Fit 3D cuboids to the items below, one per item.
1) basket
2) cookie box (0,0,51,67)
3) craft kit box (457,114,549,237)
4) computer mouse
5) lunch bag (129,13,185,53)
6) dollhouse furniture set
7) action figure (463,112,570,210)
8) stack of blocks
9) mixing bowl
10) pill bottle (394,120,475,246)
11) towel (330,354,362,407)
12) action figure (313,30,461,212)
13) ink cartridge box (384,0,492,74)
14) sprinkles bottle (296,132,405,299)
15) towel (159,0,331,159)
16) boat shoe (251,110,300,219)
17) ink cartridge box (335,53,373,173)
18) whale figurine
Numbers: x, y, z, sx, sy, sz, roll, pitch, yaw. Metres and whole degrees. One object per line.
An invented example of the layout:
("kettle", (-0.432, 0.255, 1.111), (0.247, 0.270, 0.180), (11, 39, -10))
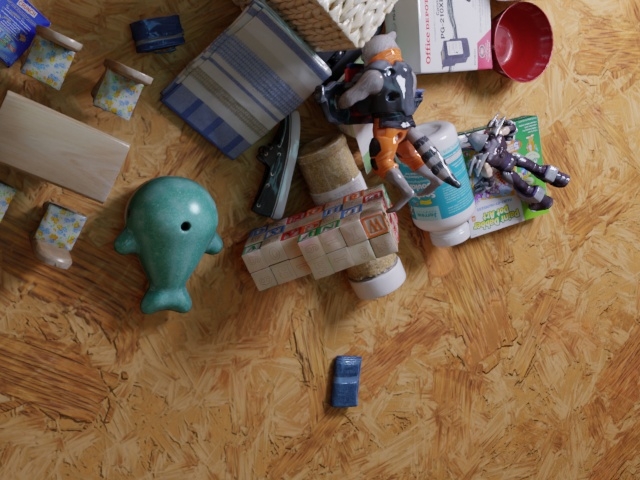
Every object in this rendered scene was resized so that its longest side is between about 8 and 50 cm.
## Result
("basket", (0.007, -0.550, 1.530), (0.266, 0.331, 0.328), (44, 76, -28))
("cookie box", (-0.542, -0.371, 1.429), (0.092, 0.040, 0.107), (45, 77, -26))
("craft kit box", (0.425, -0.155, 1.962), (0.250, 0.061, 0.246), (-18, 108, -24))
("computer mouse", (0.057, -0.411, 1.720), (0.189, 0.072, 0.272), (32, 82, -27))
("lunch bag", (-0.302, -0.384, 1.538), (0.099, 0.067, 0.065), (-17, 105, -26))
("dollhouse furniture set", (-0.507, -0.175, 1.326), (0.394, 0.256, 0.362), (23, 95, -28))
("action figure", (0.431, -0.172, 1.884), (0.285, 0.099, 0.185), (30, 90, -24))
("stack of blocks", (0.000, 0.000, 1.616), (0.297, 0.171, 0.087), (-19, 110, 13))
("mixing bowl", (0.439, -0.454, 1.897), (0.182, 0.098, 0.181), (-5, 99, -31))
("pill bottle", (0.258, -0.121, 1.820), (0.146, 0.146, 0.264), (-28, 113, -21))
("towel", (0.058, 0.319, 1.850), (0.067, 0.029, 0.119), (4, 96, -27))
("action figure", (0.165, -0.245, 1.587), (0.341, 0.179, 0.330), (-24, 97, -48))
("ink cartridge box", (0.259, -0.449, 1.780), (0.237, 0.100, 0.171), (-13, 103, -38))
("sprinkles bottle", (0.065, -0.048, 1.748), (0.121, 0.121, 0.355), (-33, 111, -20))
("towel", (-0.144, -0.302, 1.569), (0.285, 0.034, 0.209), (-38, 119, 23))
("boat shoe", (-0.097, -0.159, 1.679), (0.076, 0.080, 0.228), (10, 98, -17))
("ink cartridge box", (0.106, -0.279, 1.737), (0.171, 0.056, 0.235), (-51, 150, -22))
("whale figurine", (-0.282, 0.014, 1.564), (0.216, 0.141, 0.271), (2, 97, -28))
